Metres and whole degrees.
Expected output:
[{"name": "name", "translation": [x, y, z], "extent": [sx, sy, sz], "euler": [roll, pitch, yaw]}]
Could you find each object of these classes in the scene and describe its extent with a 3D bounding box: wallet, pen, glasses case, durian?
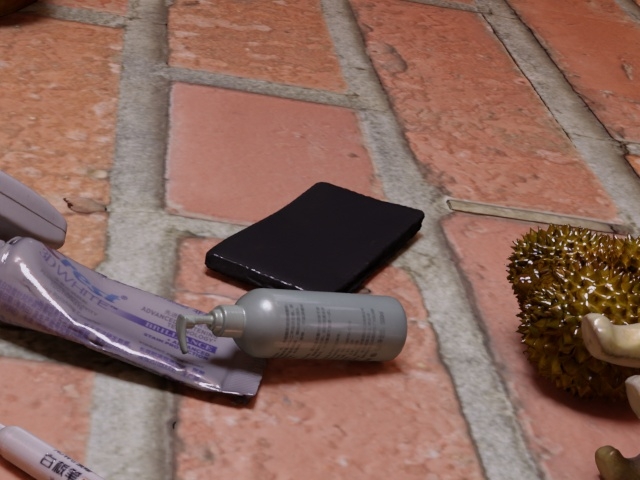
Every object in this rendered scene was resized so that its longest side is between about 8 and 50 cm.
[{"name": "wallet", "translation": [0.000, 0.001, 1.309], "extent": [0.124, 0.025, 0.244], "euler": [20, 27, 18]}, {"name": "pen", "translation": [-0.144, 0.160, 0.889], "extent": [0.218, 0.026, 0.026], "euler": [26, 27, 29]}, {"name": "glasses case", "translation": [-0.271, -0.029, 1.119], "extent": [0.074, 0.049, 0.193], "euler": [0, -18, 20]}, {"name": "durian", "translation": [0.232, 0.059, 1.162], "extent": [0.168, 0.137, 0.158], "euler": [15, 54, 0]}]

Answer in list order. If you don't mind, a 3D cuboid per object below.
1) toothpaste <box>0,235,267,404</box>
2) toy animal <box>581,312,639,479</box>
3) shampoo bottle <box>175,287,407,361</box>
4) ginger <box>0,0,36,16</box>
[{"name": "toothpaste", "translation": [-0.175, 0.053, 1.082], "extent": [0.282, 0.068, 0.099], "euler": [19, 51, 0]}, {"name": "toy animal", "translation": [0.278, 0.102, 0.979], "extent": [0.168, 0.233, 0.121], "euler": [-4, 22, -15]}, {"name": "shampoo bottle", "translation": [-0.024, 0.065, 1.089], "extent": [0.195, 0.056, 0.056], "euler": [6, 23, -34]}, {"name": "ginger", "translation": [-0.507, -0.378, 1.736], "extent": [0.418, 0.176, 0.254], "euler": [10, 17, -18]}]
